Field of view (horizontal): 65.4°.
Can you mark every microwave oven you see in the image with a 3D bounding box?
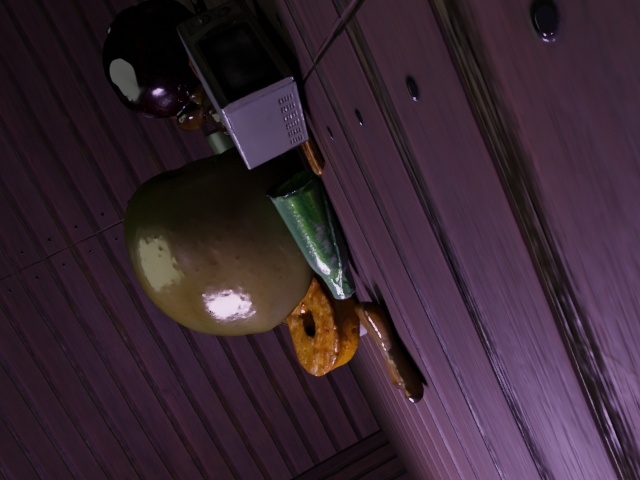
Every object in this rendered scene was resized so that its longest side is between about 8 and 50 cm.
[{"bbox_3d":[-0.113,-0.246,0.778,0.205,0.129,0.163,60,175,28],"label":"microwave oven"}]

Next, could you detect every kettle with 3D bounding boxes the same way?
[{"bbox_3d":[-0.201,-0.247,1.500,0.255,0.165,0.240,61,-156,-19],"label":"kettle"}]

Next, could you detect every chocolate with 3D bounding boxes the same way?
[{"bbox_3d":[0.000,0.000,1.037,0.291,0.110,0.110,64,174,-27],"label":"chocolate"}]

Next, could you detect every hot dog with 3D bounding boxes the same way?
[{"bbox_3d":[-0.012,-0.149,0.852,0.083,0.021,0.037,66,163,-17],"label":"hot dog"}]

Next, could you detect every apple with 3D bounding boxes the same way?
[{"bbox_3d":[-0.221,0.005,1.195,0.473,0.473,0.473,62,174,12],"label":"apple"}]

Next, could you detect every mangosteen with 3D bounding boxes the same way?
[{"bbox_3d":[-0.487,-0.546,1.594,0.421,0.381,0.381,52,173,1],"label":"mangosteen"}]

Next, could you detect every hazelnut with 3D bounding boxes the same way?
[{"bbox_3d":[-0.199,-0.313,1.148,0.154,0.143,0.143,50,174,-3],"label":"hazelnut"}]

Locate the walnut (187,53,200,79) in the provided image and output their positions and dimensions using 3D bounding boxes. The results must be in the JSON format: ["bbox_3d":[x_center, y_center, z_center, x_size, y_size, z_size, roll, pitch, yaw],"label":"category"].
[{"bbox_3d":[-0.207,-0.383,1.019,0.245,0.137,0.137,-106,-6,-60],"label":"walnut"}]

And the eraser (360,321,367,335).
[{"bbox_3d":[0.065,0.178,1.459,0.212,0.046,0.092,58,172,40],"label":"eraser"}]

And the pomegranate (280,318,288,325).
[{"bbox_3d":[-0.085,0.168,1.677,0.323,0.291,0.291,57,179,-36],"label":"pomegranate"}]

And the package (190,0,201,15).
[{"bbox_3d":[-0.391,-0.756,1.402,0.239,0.030,0.154,65,176,-27],"label":"package"}]

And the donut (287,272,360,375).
[{"bbox_3d":[0.004,0.213,1.381,0.303,0.110,0.303,14,106,58],"label":"donut"}]

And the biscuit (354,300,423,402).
[{"bbox_3d":[0.138,0.217,1.012,0.208,0.047,0.164,63,173,3],"label":"biscuit"}]
